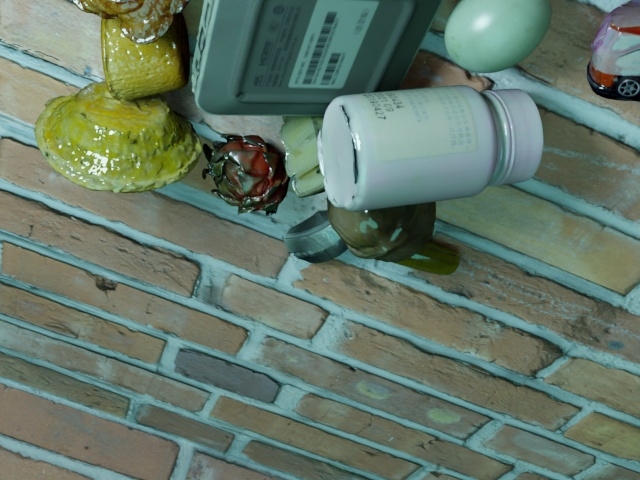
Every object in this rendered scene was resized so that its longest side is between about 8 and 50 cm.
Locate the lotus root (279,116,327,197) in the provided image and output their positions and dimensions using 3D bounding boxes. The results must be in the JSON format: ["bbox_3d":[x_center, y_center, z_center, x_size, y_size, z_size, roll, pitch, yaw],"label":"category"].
[{"bbox_3d":[0.004,-0.202,1.647,0.138,0.235,0.119,1,165,-28],"label":"lotus root"}]

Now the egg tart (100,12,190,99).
[{"bbox_3d":[-0.334,-0.372,1.569,0.147,0.203,0.203,-3,139,0],"label":"egg tart"}]

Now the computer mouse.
[{"bbox_3d":[0.001,0.003,1.983,0.231,0.071,0.126,-26,126,38],"label":"computer mouse"}]

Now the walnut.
[{"bbox_3d":[0.130,-0.068,1.738,0.248,0.248,0.248,8,140,7],"label":"walnut"}]

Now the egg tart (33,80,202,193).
[{"bbox_3d":[-0.407,-0.230,1.659,0.341,0.341,0.132,16,130,-2],"label":"egg tart"}]

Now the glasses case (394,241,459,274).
[{"bbox_3d":[0.220,0.029,1.957,0.234,0.064,0.079,15,147,-2],"label":"glasses case"}]

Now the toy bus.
[{"bbox_3d":[0.619,-0.324,1.389,0.302,0.128,0.147,5,134,13],"label":"toy bus"}]

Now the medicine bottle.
[{"bbox_3d":[0.203,-0.177,1.514,0.378,0.214,0.214,-7,143,-16],"label":"medicine bottle"}]

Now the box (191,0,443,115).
[{"bbox_3d":[-0.011,-0.366,1.404,0.396,0.111,0.396,-4,150,-19],"label":"box"}]

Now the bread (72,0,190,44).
[{"bbox_3d":[-0.320,-0.488,1.404,0.232,0.135,0.247,29,103,-15],"label":"bread"}]

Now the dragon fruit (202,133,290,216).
[{"bbox_3d":[-0.157,-0.145,1.786,0.182,0.182,0.188,-14,173,29],"label":"dragon fruit"}]

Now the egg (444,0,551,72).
[{"bbox_3d":[0.305,-0.371,1.403,0.192,0.149,0.149,-22,128,37],"label":"egg"}]
